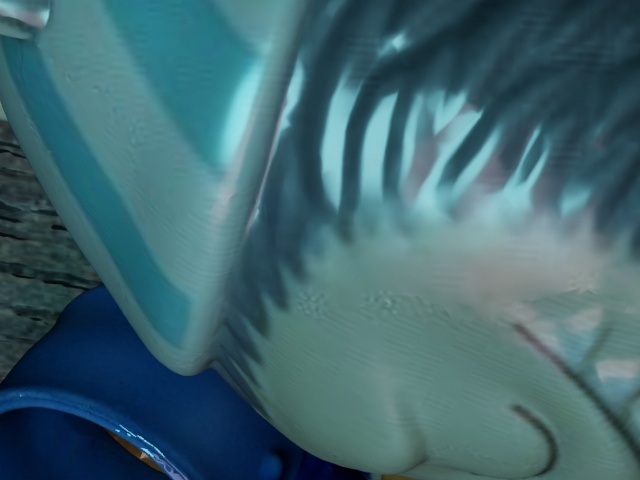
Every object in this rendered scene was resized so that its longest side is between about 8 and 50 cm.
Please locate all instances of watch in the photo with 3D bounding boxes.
[{"bbox_3d":[-0.082,0.125,0.851,0.200,0.171,0.196,39,127,-4],"label":"watch"}]

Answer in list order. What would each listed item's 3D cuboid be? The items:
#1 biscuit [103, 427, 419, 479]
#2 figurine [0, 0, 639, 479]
[{"bbox_3d":[-0.017,0.132,0.968,0.203,0.041,0.260,-28,126,23],"label":"biscuit"},{"bbox_3d":[0.015,-0.084,0.483,0.377,0.266,0.361,1,120,-18],"label":"figurine"}]
